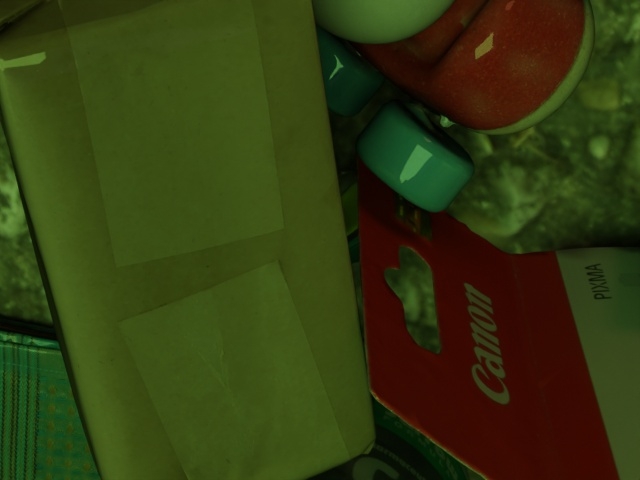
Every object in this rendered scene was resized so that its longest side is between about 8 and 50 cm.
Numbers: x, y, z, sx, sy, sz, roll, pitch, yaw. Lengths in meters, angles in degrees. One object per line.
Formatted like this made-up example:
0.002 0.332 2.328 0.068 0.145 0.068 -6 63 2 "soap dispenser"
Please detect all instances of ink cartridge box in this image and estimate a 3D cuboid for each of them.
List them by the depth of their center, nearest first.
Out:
0.201 0.080 1.008 0.385 0.308 0.091 32 113 -16 "ink cartridge box"

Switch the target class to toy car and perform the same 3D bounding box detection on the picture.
0.038 -0.175 0.990 0.219 0.210 0.238 -50 139 13 "toy car"

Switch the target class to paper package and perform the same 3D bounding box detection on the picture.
-0.103 -0.054 0.993 0.168 0.309 0.325 -16 124 -10 "paper package"

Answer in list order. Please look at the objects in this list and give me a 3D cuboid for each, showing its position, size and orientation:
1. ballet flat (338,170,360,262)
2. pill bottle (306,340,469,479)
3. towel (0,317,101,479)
0.000 0.000 1.181 0.231 0.077 0.077 -45 73 22 "ballet flat"
-0.005 0.212 1.098 0.204 0.361 0.204 3 110 9 "pill bottle"
-0.224 0.235 1.321 0.271 0.040 0.370 11 113 7 "towel"
